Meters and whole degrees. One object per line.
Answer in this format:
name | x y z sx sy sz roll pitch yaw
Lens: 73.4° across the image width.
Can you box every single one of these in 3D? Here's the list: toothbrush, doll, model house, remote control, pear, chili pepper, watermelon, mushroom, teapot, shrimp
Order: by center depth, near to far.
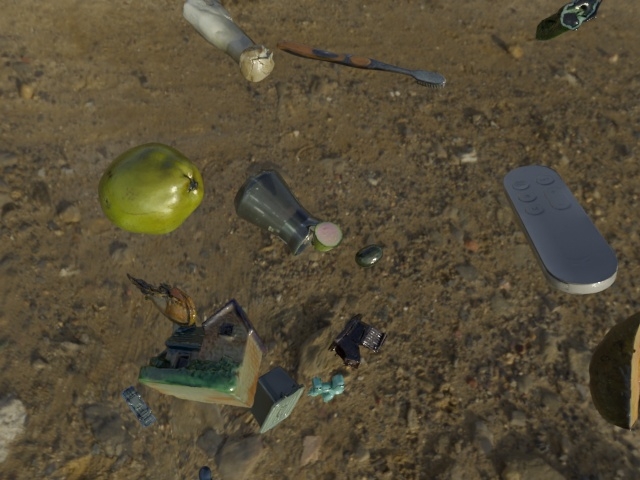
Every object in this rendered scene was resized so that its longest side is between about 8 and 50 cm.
remote control | 0.302 -0.027 0.560 0.077 0.022 0.245 -13 38 14
toothbrush | 0.063 -0.314 0.756 0.320 0.031 0.023 20 87 14
mushroom | -0.188 -0.419 0.891 0.081 0.092 0.223 -44 87 1
pear | -0.399 -0.116 1.007 0.268 0.212 0.213 -8 55 25
chili pepper | 0.569 -0.520 1.025 0.059 0.088 0.227 56 13 -10
doll | -0.308 0.681 1.168 0.037 0.027 0.125 -20 63 5
shrimp | -0.444 0.145 1.226 0.262 0.117 0.066 36 24 14
model house | -0.327 0.313 1.266 0.311 0.245 0.280 2 59 12
watermelon | 0.176 0.054 1.538 0.110 0.078 0.078 -25 69 3
doll | 0.029 0.566 1.640 0.159 0.159 0.059 1 50 -23
model house | 0.146 0.395 1.655 0.164 0.141 0.203 38 77 19
teapot | -0.176 -0.106 1.819 0.344 0.300 0.253 42 67 7

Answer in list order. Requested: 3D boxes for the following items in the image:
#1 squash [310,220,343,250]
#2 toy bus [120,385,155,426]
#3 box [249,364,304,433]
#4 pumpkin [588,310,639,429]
squash | 0.005 0.006 1.495 0.105 0.132 0.105 10 60 -18
toy bus | -0.662 0.604 1.559 0.051 0.061 0.153 -34 87 -40
box | -0.184 0.611 1.672 0.163 0.244 0.135 -18 53 -44
pumpkin | 0.693 0.254 0.992 0.312 0.148 0.169 -36 101 -27
